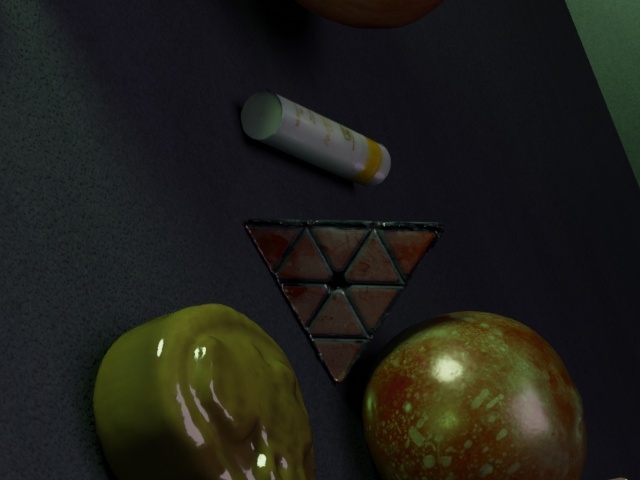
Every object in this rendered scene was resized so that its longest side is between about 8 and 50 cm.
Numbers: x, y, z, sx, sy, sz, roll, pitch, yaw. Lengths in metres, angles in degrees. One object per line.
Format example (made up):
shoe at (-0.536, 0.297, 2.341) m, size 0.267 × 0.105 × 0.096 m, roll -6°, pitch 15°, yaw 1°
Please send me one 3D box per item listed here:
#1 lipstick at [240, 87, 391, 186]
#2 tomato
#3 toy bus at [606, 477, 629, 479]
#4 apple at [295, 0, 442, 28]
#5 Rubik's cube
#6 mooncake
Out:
lipstick at (-0.002, -0.115, 1.942) m, size 0.264 × 0.059 × 0.059 m, roll 19°, pitch 53°, yaw -58°
tomato at (0.184, 0.203, 1.871) m, size 0.270 × 0.223 × 0.270 m, roll 44°, pitch 37°, yaw -46°
toy bus at (0.351, 0.520, 1.987) m, size 0.233 × 0.203 × 0.427 m, roll 41°, pitch 33°, yaw -53°
apple at (0.047, -0.443, 1.960) m, size 0.364 × 0.364 × 0.364 m, roll 45°, pitch 33°, yaw -41°
Rubik's cube at (0.000, 0.000, 1.857) m, size 0.190 × 0.211 × 0.178 m, roll 34°, pitch 12°, yaw -14°
mooncake at (-0.087, 0.162, 1.478) m, size 0.235 × 0.117 × 0.235 m, roll 41°, pitch 37°, yaw -41°
